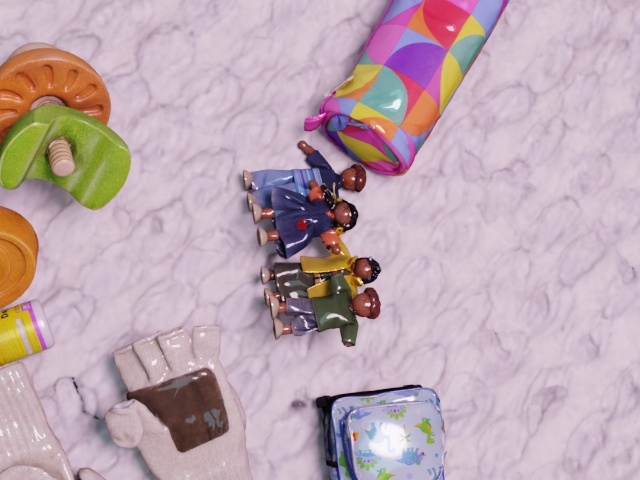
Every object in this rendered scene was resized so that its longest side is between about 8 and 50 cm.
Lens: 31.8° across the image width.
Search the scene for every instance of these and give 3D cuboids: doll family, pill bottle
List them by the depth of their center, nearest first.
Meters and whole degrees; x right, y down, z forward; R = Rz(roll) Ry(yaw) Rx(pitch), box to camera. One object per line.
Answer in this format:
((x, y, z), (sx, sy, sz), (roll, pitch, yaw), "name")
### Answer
((-0.264, 0.081, 0.922), (0.083, 0.043, 0.043), (-20, 88, -14), "pill bottle")
((0.000, 0.000, 0.975), (0.111, 0.076, 0.193), (-10, 82, -8), "doll family")

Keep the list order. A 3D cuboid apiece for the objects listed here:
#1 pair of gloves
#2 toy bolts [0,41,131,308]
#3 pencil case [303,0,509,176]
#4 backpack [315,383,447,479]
((-0.172, 0.185, 0.916), (0.240, 0.042, 0.204), (-14, 95, -12), "pair of gloves")
((-0.301, -0.078, 0.896), (0.228, 0.158, 0.218), (19, 119, -38), "toy bolts")
((0.088, -0.171, 1.003), (0.104, 0.104, 0.236), (35, 76, -6), "pencil case")
((0.057, 0.185, 0.957), (0.105, 0.084, 0.114), (-5, 87, -10), "backpack")
